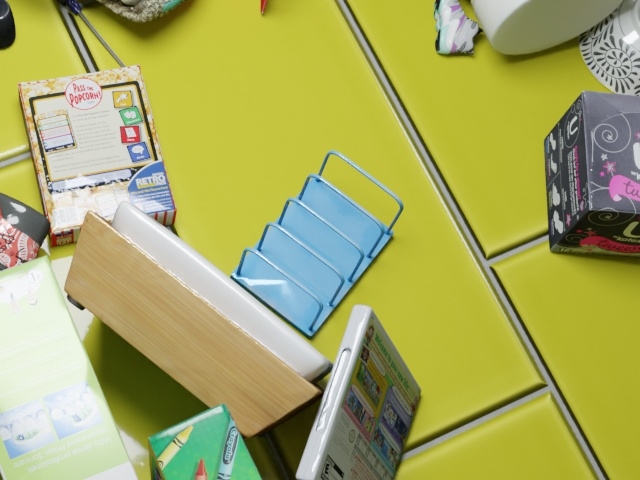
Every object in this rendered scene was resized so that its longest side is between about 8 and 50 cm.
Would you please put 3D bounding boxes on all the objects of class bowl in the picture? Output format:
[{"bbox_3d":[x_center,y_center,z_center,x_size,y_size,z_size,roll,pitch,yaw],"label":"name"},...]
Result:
[{"bbox_3d":[0.428,-0.272,1.711,0.170,0.080,0.170,4,67,-9],"label":"bowl"}]

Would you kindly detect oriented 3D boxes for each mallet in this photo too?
[{"bbox_3d":[-0.444,-0.289,1.580,0.189,0.062,0.039,26,64,17],"label":"mallet"}]

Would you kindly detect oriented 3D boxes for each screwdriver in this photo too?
[{"bbox_3d":[-0.287,-0.267,1.610,0.024,0.025,0.170,-37,88,-22],"label":"screwdriver"}]

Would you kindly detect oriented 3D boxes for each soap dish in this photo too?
[{"bbox_3d":[-0.125,0.091,1.387,0.291,0.229,0.118,38,87,6],"label":"soap dish"}]

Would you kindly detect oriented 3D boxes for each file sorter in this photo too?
[{"bbox_3d":[0.000,0.000,1.506,0.118,0.104,0.170,37,66,5],"label":"file sorter"}]

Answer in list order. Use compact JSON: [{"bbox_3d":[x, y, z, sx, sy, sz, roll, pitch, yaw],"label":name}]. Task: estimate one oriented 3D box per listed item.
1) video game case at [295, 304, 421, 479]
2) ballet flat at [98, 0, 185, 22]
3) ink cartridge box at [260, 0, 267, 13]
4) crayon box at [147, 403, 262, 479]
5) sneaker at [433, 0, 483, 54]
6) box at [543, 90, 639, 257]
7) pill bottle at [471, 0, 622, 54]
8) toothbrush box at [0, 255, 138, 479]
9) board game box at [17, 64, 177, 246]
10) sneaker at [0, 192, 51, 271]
[{"bbox_3d":[0.045,0.199,1.385,0.023,0.212,0.193,8,63,25],"label":"video game case"},{"bbox_3d":[-0.366,-0.411,1.559,0.482,0.164,0.182,32,42,1],"label":"ballet flat"},{"bbox_3d":[-0.099,-0.414,1.637,0.078,0.134,0.231,2,67,-11],"label":"ink cartridge box"},{"bbox_3d":[-0.098,0.275,1.278,0.081,0.278,0.165,-24,74,-14],"label":"crayon box"},{"bbox_3d":[0.182,-0.283,1.694,0.069,0.038,0.098,4,77,-11],"label":"sneaker"},{"bbox_3d":[0.412,-0.071,1.592,0.247,0.142,0.163,4,67,-9],"label":"box"},{"bbox_3d":[0.228,-0.450,1.666,0.224,0.224,0.392,-16,72,-16],"label":"pill bottle"},{"bbox_3d":[-0.278,0.190,1.319,0.122,0.206,0.283,-22,74,-19],"label":"toothbrush box"},{"bbox_3d":[-0.260,-0.101,1.528,0.146,0.045,0.194,-10,71,-14],"label":"board game box"},{"bbox_3d":[-0.443,-0.010,1.431,0.270,0.090,0.145,22,74,5],"label":"sneaker"}]
